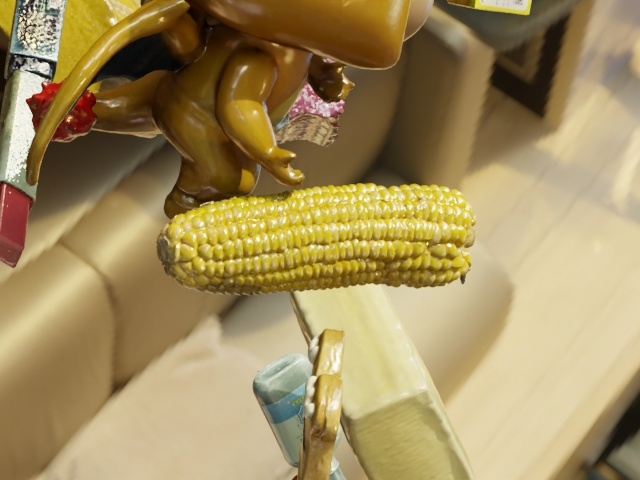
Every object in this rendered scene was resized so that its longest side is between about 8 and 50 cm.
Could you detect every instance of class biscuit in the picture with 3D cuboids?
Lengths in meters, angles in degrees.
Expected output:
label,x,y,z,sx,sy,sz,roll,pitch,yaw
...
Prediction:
label,x,y,z,sx,sy,sz,roll,pitch,yaw
biscuit,-0.009,0.203,1.278,0.158,0.035,0.240,-80,178,-69

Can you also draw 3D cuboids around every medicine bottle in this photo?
label,x,y,z,sx,sy,sz,roll,pitch,yaw
medicine bottle,-0.019,0.258,1.999,0.090,0.053,0.209,-33,111,-24

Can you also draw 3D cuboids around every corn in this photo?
label,x,y,z,sx,sy,sz,roll,pitch,yaw
corn,0.000,0.000,1.296,0.291,0.101,0.101,-3,140,-17

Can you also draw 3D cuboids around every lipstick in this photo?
label,x,y,z,sx,sy,sz,roll,pitch,yaw
lipstick,-0.289,-0.121,1.431,0.051,0.051,0.312,127,-30,-55

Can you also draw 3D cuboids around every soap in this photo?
label,x,y,z,sx,sy,sz,roll,pitch,yaw
soap,-0.033,-0.219,2.014,0.289,0.112,0.182,121,-31,-81
soap,-0.340,-0.310,2.194,0.156,0.293,0.335,-42,172,8

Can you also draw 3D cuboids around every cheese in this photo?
label,x,y,z,sx,sy,sz,roll,pitch,yaw
cheese,0.070,0.170,1.759,0.123,0.265,0.243,-24,133,-2

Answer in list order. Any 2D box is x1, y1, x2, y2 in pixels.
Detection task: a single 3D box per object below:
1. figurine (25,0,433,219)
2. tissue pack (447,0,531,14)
label,x,y,z,sx,sy,sz,roll,pitch,yaw
figurine,-0.069,-0.194,1.276,0.387,0.268,0.401,-61,172,32
tissue pack,0.228,-0.382,1.879,0.095,0.062,0.176,0,104,-34
